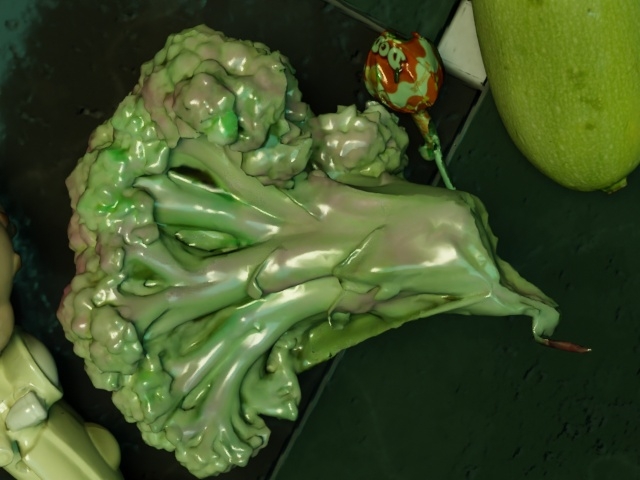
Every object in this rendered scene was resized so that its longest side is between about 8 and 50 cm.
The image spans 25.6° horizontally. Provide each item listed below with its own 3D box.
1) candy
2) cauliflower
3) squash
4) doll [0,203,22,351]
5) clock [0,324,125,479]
[{"bbox_3d":[0.075,-0.059,0.925,0.049,0.055,0.185,-31,125,-7],"label":"candy"},{"bbox_3d":[0.000,0.000,0.782,0.256,0.315,0.239,-22,116,-63],"label":"cauliflower"},{"bbox_3d":[0.166,-0.117,0.901,0.123,0.123,0.187,-24,118,-14],"label":"squash"},{"bbox_3d":[-0.254,-0.052,0.726,0.119,0.154,0.278,-33,116,-11],"label":"doll"},{"bbox_3d":[-0.231,0.203,0.843,0.378,0.120,0.277,-20,118,-15],"label":"clock"}]
